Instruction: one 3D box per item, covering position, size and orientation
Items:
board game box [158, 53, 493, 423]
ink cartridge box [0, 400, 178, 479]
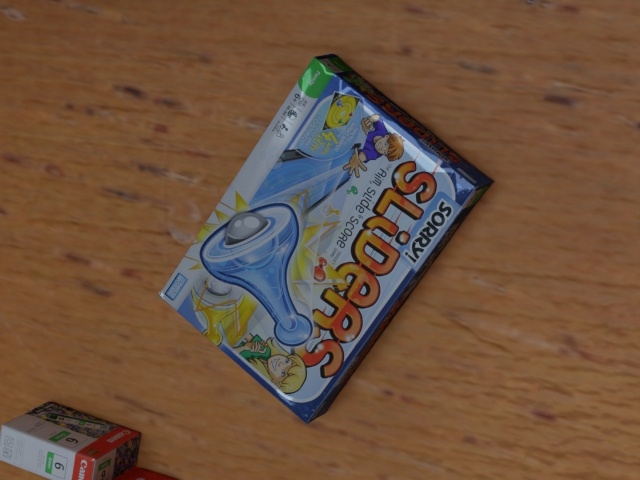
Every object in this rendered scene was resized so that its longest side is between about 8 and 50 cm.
[{"bbox_3d":[0.000,0.000,1.114,0.136,0.035,0.201,39,112,14],"label":"board game box"},{"bbox_3d":[-0.159,0.148,1.197,0.115,0.063,0.029,16,108,21],"label":"ink cartridge box"}]
